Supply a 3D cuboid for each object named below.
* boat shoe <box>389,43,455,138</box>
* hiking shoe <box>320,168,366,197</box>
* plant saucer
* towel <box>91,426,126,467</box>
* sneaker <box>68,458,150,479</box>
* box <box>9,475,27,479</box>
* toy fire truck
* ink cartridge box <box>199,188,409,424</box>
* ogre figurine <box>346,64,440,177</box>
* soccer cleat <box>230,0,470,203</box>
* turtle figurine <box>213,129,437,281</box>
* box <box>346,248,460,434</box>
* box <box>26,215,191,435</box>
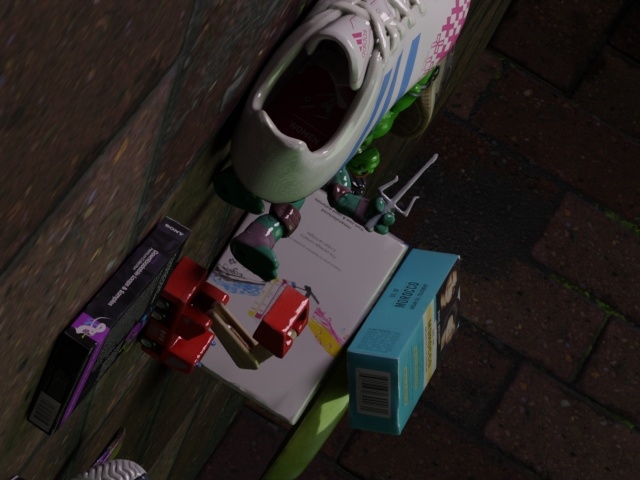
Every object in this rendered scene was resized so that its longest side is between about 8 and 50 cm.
[{"bbox_3d":[0.120,-0.221,2.077,0.092,0.103,0.285,-51,168,-21],"label":"boat shoe"},{"bbox_3d":[0.000,0.000,2.393,0.227,0.086,0.114,-58,173,-5],"label":"hiking shoe"},{"bbox_3d":[0.009,0.188,1.925,0.241,0.037,0.241,-56,179,-1],"label":"plant saucer"},{"bbox_3d":[-0.247,0.252,1.880,0.083,0.009,0.060,-54,175,-36],"label":"towel"},{"bbox_3d":[-0.255,0.320,1.701,0.235,0.094,0.153,-57,177,-5],"label":"sneaker"},{"bbox_3d":[-0.318,0.353,1.304,0.307,0.076,0.242,-59,176,8],"label":"box"},{"bbox_3d":[-0.092,0.081,1.544,0.047,0.135,0.192,-55,175,-32],"label":"toy fire truck"},{"bbox_3d":[-0.032,0.059,1.863,0.232,0.168,0.171,-57,177,2],"label":"ink cartridge box"},{"bbox_3d":[0.034,-0.128,1.749,0.197,0.097,0.118,-53,175,-31],"label":"ogre figurine"},{"bbox_3d":[0.043,-0.171,1.400,0.331,0.116,0.143,-56,176,-20],"label":"soccer cleat"},{"bbox_3d":[0.004,-0.076,1.529,0.118,0.175,0.234,2,-144,49],"label":"turtle figurine"},{"bbox_3d":[0.095,0.109,1.854,0.244,0.060,0.100,-53,146,-56],"label":"box"},{"bbox_3d":[-0.165,0.065,1.312,0.162,0.029,0.116,-52,173,-48],"label":"box"}]
